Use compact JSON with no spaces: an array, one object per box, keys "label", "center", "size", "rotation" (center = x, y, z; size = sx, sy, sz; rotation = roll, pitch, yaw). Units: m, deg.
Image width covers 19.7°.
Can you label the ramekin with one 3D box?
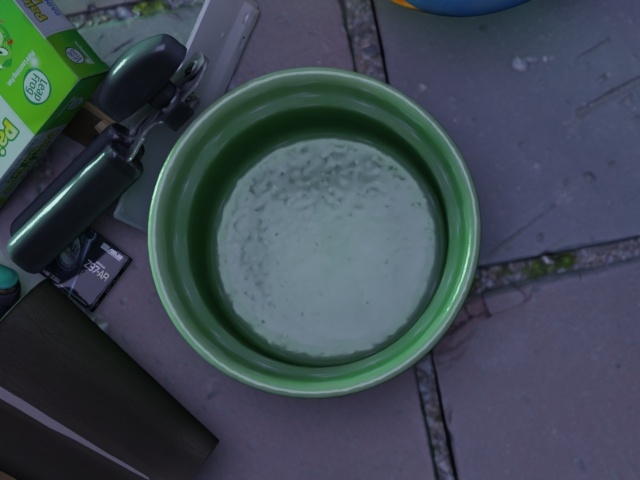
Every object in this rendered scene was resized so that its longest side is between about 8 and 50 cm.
[{"label":"ramekin","center":[0.000,0.000,1.731],"size":[0.303,0.148,0.303],"rotation":[-1,83,5]}]

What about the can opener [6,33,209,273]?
[{"label":"can opener","center":[-0.206,-0.086,1.735],"size":[0.093,0.074,0.280],"rotation":[36,113,-19]}]

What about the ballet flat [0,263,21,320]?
[{"label":"ballet flat","center":[-0.393,0.028,1.809],"size":[0.203,0.074,0.074],"rotation":[25,86,3]}]

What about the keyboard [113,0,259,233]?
[{"label":"keyboard","center":[-0.130,-0.130,1.801],"size":[0.014,0.072,0.256],"rotation":[19,84,42]}]

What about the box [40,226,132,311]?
[{"label":"box","center":[-0.238,0.020,1.818],"size":[0.083,0.018,0.067],"rotation":[37,88,9]}]

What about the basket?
[{"label":"basket","center":[-0.223,0.172,1.727],"size":[0.227,0.204,0.154],"rotation":[37,127,2]}]

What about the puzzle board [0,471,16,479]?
[{"label":"puzzle board","center":[-0.259,0.257,1.795],"size":[0.128,0.011,0.096],"rotation":[28,85,8]}]

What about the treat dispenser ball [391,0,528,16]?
[{"label":"treat dispenser ball","center":[0.128,-0.349,1.691],"size":[0.288,0.288,0.288],"rotation":[-1,83,6]}]

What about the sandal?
[{"label":"sandal","center":[-0.245,-0.155,1.825],"size":[0.240,0.088,0.079],"rotation":[42,57,2]}]

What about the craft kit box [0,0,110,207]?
[{"label":"craft kit box","center":[-0.354,-0.169,1.774],"size":[0.246,0.061,0.250],"rotation":[48,123,7]}]
